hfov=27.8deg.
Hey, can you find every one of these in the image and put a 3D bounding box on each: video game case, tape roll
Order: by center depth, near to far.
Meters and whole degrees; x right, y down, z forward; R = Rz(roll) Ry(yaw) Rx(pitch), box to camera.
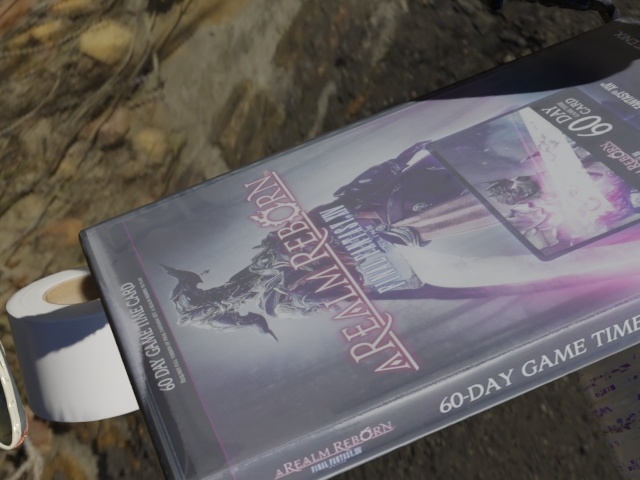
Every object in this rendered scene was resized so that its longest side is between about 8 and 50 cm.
[{"bbox_3d":[0.051,-0.005,0.506,0.274,0.196,0.026,-21,121,-9],"label":"video game case"},{"bbox_3d":[-0.348,0.151,1.997,0.246,0.246,0.169,-9,109,0],"label":"tape roll"}]

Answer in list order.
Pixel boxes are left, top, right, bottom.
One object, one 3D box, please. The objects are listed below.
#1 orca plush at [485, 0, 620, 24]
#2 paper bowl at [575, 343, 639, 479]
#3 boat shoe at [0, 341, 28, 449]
[{"bbox_3d":[0.259,-0.335,1.655,0.287,0.151,0.102,38,125,22],"label":"orca plush"},{"bbox_3d":[0.269,0.017,0.702,0.284,0.284,0.148,-24,78,5],"label":"paper bowl"},{"bbox_3d":[-0.291,0.116,1.107,0.049,0.043,0.137,-24,93,-1],"label":"boat shoe"}]
